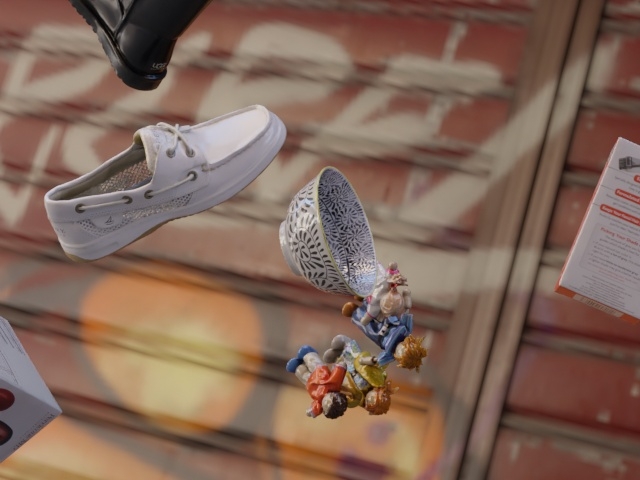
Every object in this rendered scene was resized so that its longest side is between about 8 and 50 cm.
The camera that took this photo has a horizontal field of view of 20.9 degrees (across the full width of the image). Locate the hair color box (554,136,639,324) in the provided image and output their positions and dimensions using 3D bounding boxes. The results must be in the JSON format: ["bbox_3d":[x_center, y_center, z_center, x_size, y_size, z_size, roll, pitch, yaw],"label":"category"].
[{"bbox_3d":[0.313,-0.009,1.772,0.093,0.167,0.053,23,-7,5],"label":"hair color box"}]

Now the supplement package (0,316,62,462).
[{"bbox_3d":[-0.431,0.166,1.882,0.149,0.194,0.203,52,5,30],"label":"supplement package"}]

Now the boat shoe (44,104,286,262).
[{"bbox_3d":[-0.168,-0.080,1.872,0.098,0.277,0.096,49,-14,51],"label":"boat shoe"}]

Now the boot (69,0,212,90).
[{"bbox_3d":[-0.220,-0.339,2.166,0.094,0.246,0.207,-4,-37,-42],"label":"boot"}]

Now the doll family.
[{"bbox_3d":[0.076,0.150,2.442,0.118,0.263,0.163,17,19,-35],"label":"doll family"}]

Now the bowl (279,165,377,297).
[{"bbox_3d":[0.000,0.000,2.152,0.080,0.170,0.170,-18,-26,20],"label":"bowl"}]
